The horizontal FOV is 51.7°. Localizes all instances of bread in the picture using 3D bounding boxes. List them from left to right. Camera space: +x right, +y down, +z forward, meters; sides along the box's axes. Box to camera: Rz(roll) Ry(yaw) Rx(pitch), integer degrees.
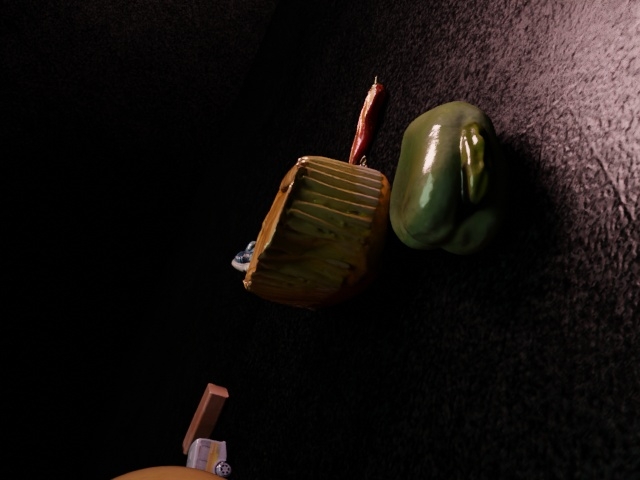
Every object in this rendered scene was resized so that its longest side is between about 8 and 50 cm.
[{"bbox_3d":[0.000,0.000,0.892,0.288,0.156,0.204,135,155,-74],"label":"bread"}]

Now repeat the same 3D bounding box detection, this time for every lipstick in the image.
[{"bbox_3d":[-0.236,0.371,1.357,0.145,0.045,0.045,-66,18,8],"label":"lipstick"}]

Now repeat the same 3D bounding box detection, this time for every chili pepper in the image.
[{"bbox_3d":[0.076,-0.186,1.088,0.045,0.027,0.178,171,118,-74],"label":"chili pepper"}]

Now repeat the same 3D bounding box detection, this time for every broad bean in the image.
[{"bbox_3d":[0.130,-0.070,0.712,0.228,0.100,0.169,-147,77,-75],"label":"broad bean"}]

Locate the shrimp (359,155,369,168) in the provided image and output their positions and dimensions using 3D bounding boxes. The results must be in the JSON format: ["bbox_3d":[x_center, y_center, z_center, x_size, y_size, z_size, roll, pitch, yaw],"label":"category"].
[{"bbox_3d":[0.047,-0.077,1.061,0.091,0.025,0.127,-126,56,-70],"label":"shrimp"}]

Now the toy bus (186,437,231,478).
[{"bbox_3d":[-0.204,0.441,1.144,0.064,0.075,0.190,-51,25,42],"label":"toy bus"}]

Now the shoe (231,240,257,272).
[{"bbox_3d":[-0.146,0.037,1.420,0.143,0.064,0.071,7,78,68],"label":"shoe"}]

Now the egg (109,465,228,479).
[{"bbox_3d":[-0.193,0.426,0.783,0.374,0.301,0.301,-35,37,40],"label":"egg"}]
